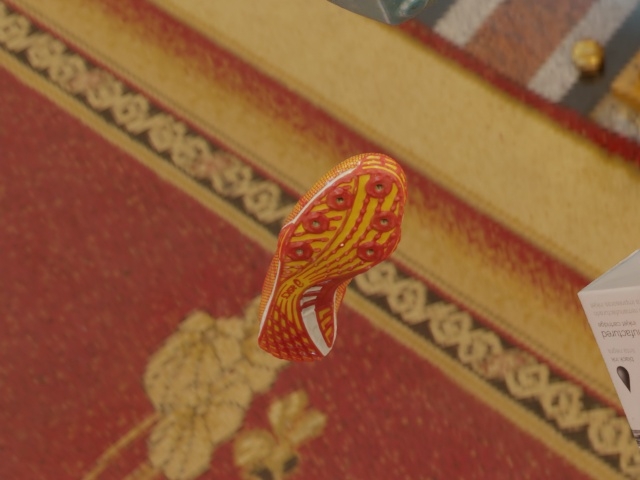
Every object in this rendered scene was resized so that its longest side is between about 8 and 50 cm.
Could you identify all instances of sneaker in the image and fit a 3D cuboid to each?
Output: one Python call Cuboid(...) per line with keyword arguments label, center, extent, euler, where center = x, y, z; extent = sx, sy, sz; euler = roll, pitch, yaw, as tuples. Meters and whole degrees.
Cuboid(label="sneaker", center=(0.000, 0.000, 0.971), extent=(0.064, 0.175, 0.067), euler=(15, 52, -14))

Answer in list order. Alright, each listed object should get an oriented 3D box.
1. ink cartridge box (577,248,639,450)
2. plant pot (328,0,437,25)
Cuboid(label="ink cartridge box", center=(0.311, 0.113, 1.293), extent=(0.092, 0.219, 0.160), euler=(-30, 12, -36))
Cuboid(label="plant pot", center=(0.032, -0.297, 1.171), extent=(0.248, 0.247, 0.252), euler=(-33, 69, 2))
